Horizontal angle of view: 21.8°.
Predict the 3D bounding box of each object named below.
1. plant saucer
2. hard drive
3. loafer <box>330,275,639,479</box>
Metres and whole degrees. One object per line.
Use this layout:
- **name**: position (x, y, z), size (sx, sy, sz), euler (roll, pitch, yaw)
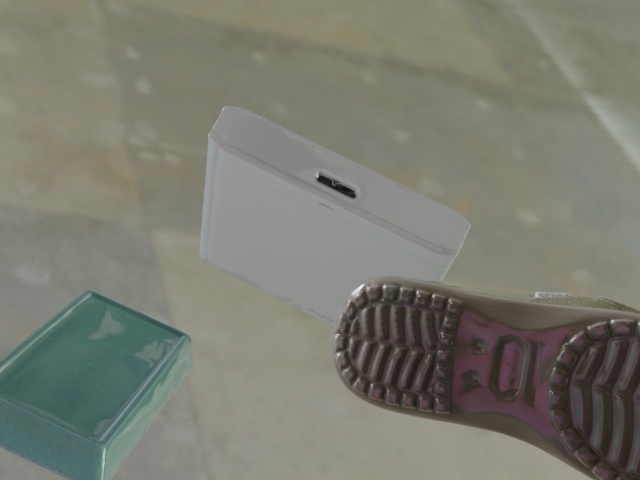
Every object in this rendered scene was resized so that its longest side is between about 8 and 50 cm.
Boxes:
- **plant saucer**: position (-0.097, 0.056, 0.696), size (0.067, 0.018, 0.192), euler (25, 12, 1)
- **hard drive**: position (0.000, 0.000, 1.356), size (0.203, 0.040, 0.307), euler (26, -18, 3)
- **loafer**: position (0.142, 0.074, 0.926), size (0.268, 0.102, 0.092), euler (18, 11, 16)
